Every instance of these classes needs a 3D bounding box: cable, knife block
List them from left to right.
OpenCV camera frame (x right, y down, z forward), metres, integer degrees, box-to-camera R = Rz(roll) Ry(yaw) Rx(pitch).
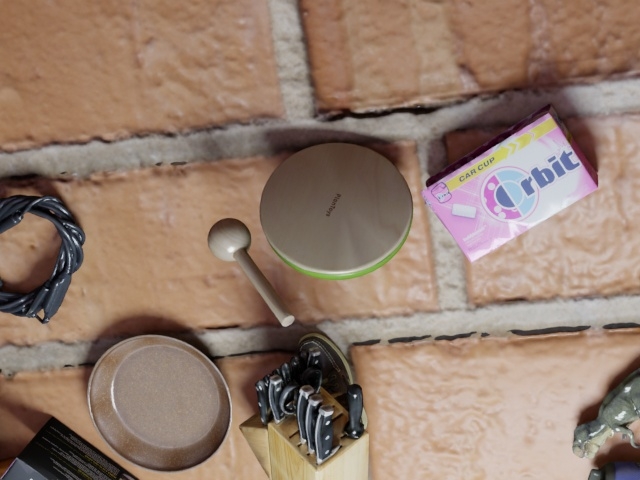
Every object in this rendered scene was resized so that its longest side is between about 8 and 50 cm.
[{"bbox_3d":[-0.387,0.013,1.834,0.151,0.047,0.184,28,115,6],"label":"cable"},{"bbox_3d":[0.009,0.265,1.733,0.088,0.242,0.275,-33,101,-24],"label":"knife block"}]

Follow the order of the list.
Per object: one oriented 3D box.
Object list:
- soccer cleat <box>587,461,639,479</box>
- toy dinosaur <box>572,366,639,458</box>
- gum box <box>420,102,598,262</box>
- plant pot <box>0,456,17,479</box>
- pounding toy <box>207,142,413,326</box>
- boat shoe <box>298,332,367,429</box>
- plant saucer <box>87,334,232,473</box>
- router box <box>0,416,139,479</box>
[{"bbox_3d":[0.386,0.416,1.782,0.121,0.093,0.289,5,109,2],"label":"soccer cleat"},{"bbox_3d":[0.417,0.191,1.723,0.118,0.064,0.268,36,107,6],"label":"toy dinosaur"},{"bbox_3d":[0.222,-0.065,1.676,0.188,0.062,0.107,-32,99,18],"label":"gum box"},{"bbox_3d":[-0.411,0.409,1.862,0.205,0.188,0.205,0,96,4],"label":"plant pot"},{"bbox_3d":[0.000,0.000,1.709,0.237,0.110,0.183,-35,65,-15],"label":"pounding toy"},{"bbox_3d":[0.016,0.190,1.804,0.056,0.049,0.152,-26,101,17],"label":"boat shoe"},{"bbox_3d":[-0.209,0.211,1.862,0.199,0.036,0.198,3,109,10],"label":"plant saucer"},{"bbox_3d":[-0.318,0.325,1.868,0.179,0.133,0.046,37,110,-1],"label":"router box"}]
